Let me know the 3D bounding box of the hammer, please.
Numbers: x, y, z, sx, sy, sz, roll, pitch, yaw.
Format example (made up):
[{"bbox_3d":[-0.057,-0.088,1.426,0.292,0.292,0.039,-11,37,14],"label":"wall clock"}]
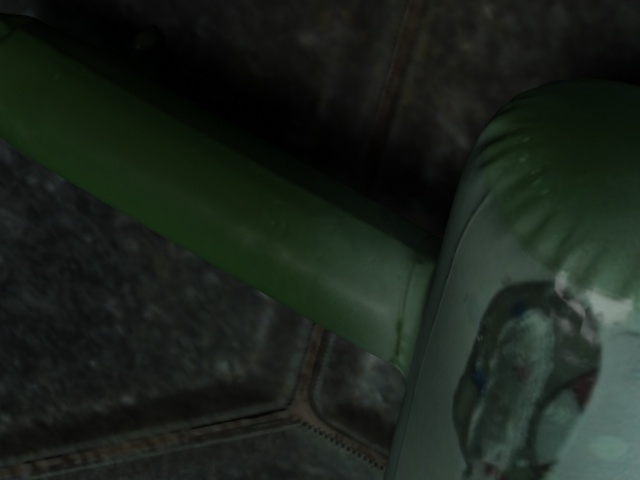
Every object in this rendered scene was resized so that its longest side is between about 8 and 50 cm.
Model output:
[{"bbox_3d":[0.000,0.000,0.565,0.335,0.119,0.206,30,130,22],"label":"hammer"}]
